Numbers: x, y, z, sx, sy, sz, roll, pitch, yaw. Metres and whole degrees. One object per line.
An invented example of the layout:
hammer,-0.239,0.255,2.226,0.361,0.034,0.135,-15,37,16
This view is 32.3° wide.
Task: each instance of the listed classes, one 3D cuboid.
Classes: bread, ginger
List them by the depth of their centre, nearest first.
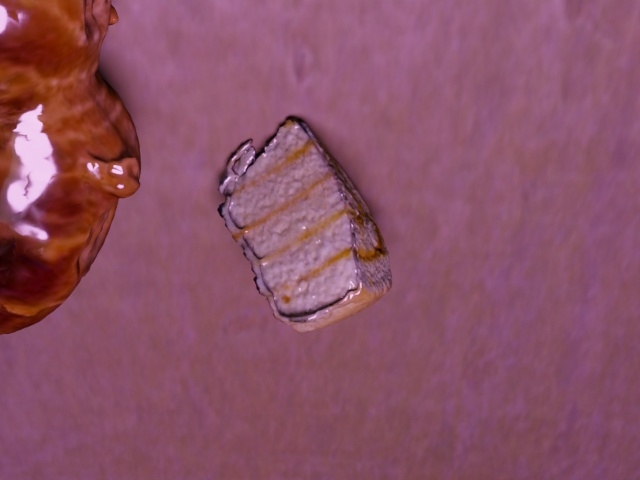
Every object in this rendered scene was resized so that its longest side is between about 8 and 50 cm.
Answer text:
ginger,-0.259,-0.065,0.745,0.274,0.152,0.357,-4,125,-2
bread,-0.001,-0.005,0.853,0.103,0.156,0.110,-29,156,23
